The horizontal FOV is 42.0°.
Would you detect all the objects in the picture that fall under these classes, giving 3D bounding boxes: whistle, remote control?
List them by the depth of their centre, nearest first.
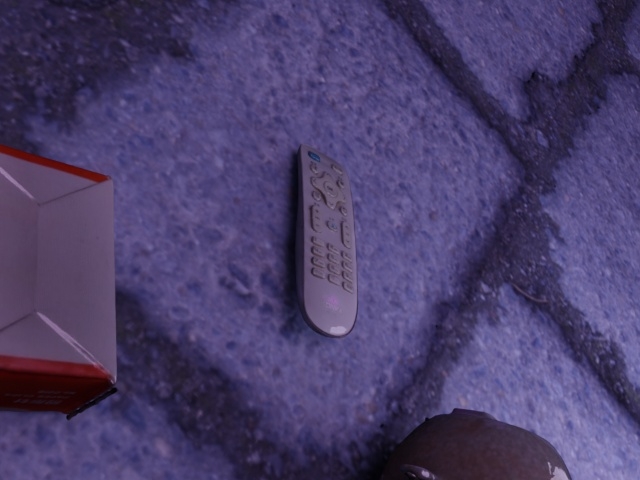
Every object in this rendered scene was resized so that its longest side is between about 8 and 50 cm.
[{"bbox_3d":[0.176,0.278,0.782,0.348,0.189,0.189,36,48,-38],"label":"whistle"},{"bbox_3d":[0.000,0.000,0.857,0.073,0.044,0.229,25,46,-32],"label":"remote control"}]

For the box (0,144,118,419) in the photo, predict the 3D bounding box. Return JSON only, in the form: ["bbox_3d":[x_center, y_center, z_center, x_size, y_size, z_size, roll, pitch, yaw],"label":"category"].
[{"bbox_3d":[-0.229,0.032,0.611,0.133,0.099,0.182,13,58,-38],"label":"box"}]
